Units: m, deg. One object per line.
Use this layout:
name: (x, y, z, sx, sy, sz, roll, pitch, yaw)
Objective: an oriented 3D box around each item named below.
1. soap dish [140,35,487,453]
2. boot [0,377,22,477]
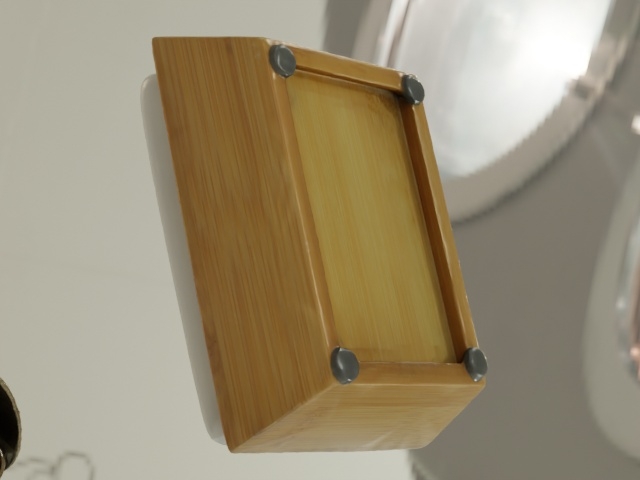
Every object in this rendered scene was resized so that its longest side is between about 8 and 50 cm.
soap dish: (0.000, 0.000, 1.251, 0.118, 0.229, 0.290, -21, -107, 34)
boot: (-0.230, 0.140, 1.009, 0.305, 0.115, 0.112, 98, 10, -58)
